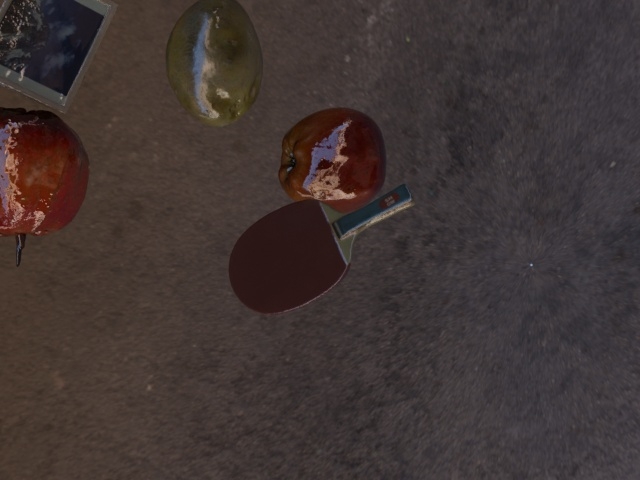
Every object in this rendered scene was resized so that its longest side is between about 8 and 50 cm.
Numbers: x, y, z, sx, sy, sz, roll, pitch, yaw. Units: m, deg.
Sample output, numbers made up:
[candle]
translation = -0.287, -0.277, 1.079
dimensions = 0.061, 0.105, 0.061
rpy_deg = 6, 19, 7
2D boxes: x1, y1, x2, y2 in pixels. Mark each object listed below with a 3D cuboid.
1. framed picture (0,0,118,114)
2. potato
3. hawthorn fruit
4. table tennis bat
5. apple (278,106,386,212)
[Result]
[framed picture]
translation = -0.563, -0.420, 1.640
dimensions = 0.209, 0.019, 0.281
rpy_deg = 24, 72, -19
[potato]
translation = -0.189, -0.324, 1.445
dimensions = 0.160, 0.178, 0.235
rpy_deg = 9, 89, 21
[hawthorn fruit]
translation = -0.560, -0.096, 1.499
dimensions = 0.254, 0.254, 0.300
rpy_deg = 5, 95, 15
[table tennis bat]
translation = 0.000, 0.000, 1.073
dimensions = 0.274, 0.021, 0.154
rpy_deg = -27, 59, 6
[apple]
translation = 0.028, -0.166, 1.650
dimensions = 0.234, 0.234, 0.234
rpy_deg = 0, 88, 15
